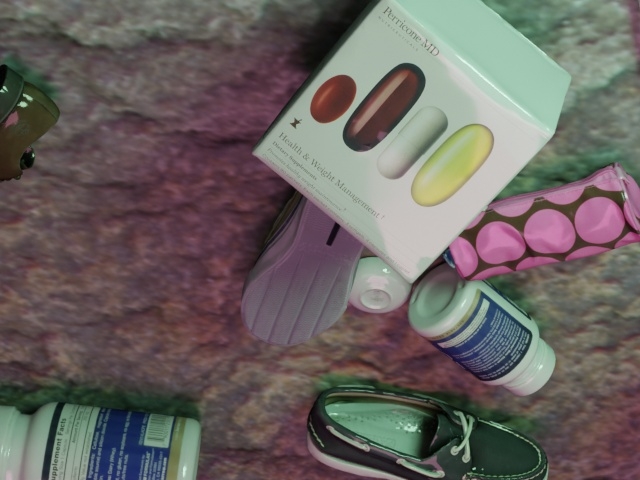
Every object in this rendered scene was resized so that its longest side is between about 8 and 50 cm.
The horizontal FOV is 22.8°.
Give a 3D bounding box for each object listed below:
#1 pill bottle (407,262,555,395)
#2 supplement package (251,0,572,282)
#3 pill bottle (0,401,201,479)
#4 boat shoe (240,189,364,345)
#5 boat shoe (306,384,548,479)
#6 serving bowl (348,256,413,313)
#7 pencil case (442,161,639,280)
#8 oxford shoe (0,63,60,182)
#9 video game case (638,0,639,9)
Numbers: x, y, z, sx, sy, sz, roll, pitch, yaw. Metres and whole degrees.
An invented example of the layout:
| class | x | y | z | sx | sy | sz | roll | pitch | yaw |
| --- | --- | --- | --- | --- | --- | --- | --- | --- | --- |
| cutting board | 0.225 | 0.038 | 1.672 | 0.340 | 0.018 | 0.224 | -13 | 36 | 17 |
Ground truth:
| class | x | y | z | sx | sy | sz | roll | pitch | yaw |
| --- | --- | --- | --- | --- | --- | --- | --- | --- | --- |
| pill bottle | 0.185 | 0.104 | 1.778 | 0.094 | 0.094 | 0.169 | -31 | 126 | 33 |
| supplement package | 0.086 | -0.114 | 1.448 | 0.194 | 0.149 | 0.203 | 38 | 119 | -5 |
| pill bottle | -0.287 | 0.281 | 1.977 | 0.264 | 0.153 | 0.153 | 7 | 137 | -1 |
| boat shoe | 0.000 | 0.000 | 1.683 | 0.109 | 0.094 | 0.302 | 22 | 136 | -10 |
| boat shoe | 0.133 | 0.245 | 1.924 | 0.302 | 0.114 | 0.091 | 7 | 143 | -2 |
| serving bowl | 0.063 | 0.056 | 1.788 | 0.083 | 0.027 | 0.083 | 3 | 136 | 3 |
| pencil case | 0.230 | -0.022 | 1.645 | 0.209 | 0.095 | 0.098 | -15 | 118 | 18 |
| oxford shoe | -0.351 | -0.082 | 1.642 | 0.096 | 0.083 | 0.227 | 31 | 133 | -31 |
| video game case | 0.381 | -0.201 | 1.427 | 0.193 | 0.023 | 0.212 | 12 | 143 | 31 |
